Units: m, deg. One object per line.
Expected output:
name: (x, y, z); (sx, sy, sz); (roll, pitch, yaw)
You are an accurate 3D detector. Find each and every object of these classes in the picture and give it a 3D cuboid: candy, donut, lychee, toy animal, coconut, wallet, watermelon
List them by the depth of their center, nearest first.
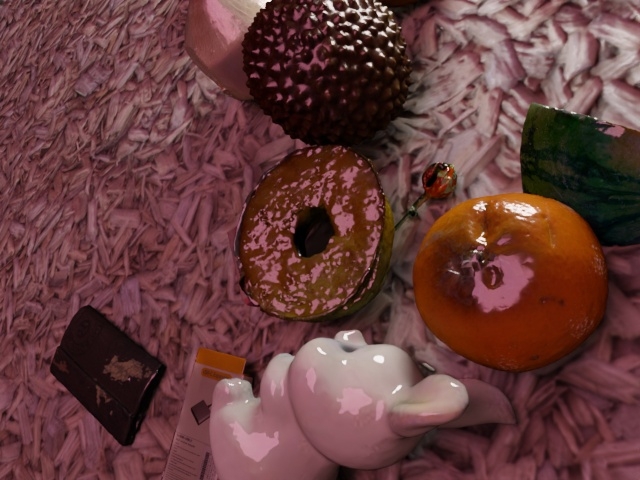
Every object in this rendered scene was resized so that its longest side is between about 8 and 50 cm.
watermelon: (0.339, -0.062, 0.708); (0.231, 0.128, 0.146); (32, 111, 39)
toy animal: (0.042, 0.241, 0.749); (0.368, 0.196, 0.241); (-32, 63, 25)
donut: (0.000, 0.000, 0.887); (0.272, 0.107, 0.272); (-12, 64, 25)
candy: (0.136, -0.042, 0.891); (0.184, 0.049, 0.055); (-50, 11, 21)
lychee: (0.010, -0.263, 0.930); (0.267, 0.267, 0.267); (-15, 64, 33)
coconut: (-0.153, -0.390, 1.121); (0.224, 0.234, 0.224); (-18, 62, 36)
wallet: (-0.443, 0.261, 1.204); (0.321, 0.044, 0.170); (23, 85, 40)

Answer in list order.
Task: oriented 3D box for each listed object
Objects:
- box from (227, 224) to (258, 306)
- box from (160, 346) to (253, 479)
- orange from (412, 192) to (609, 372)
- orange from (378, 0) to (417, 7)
box: (-0.094, 0.024, 1.024); (0.111, 0.060, 0.156); (-34, 54, 24)
box: (-0.188, 0.312, 0.995); (0.129, 0.033, 0.247); (5, 75, 39)
orange: (0.217, 0.043, 0.703); (0.224, 0.170, 0.224); (-13, 67, 34)
orange: (0.110, -0.522, 1.006); (0.249, 0.183, 0.249); (-15, 63, 31)
